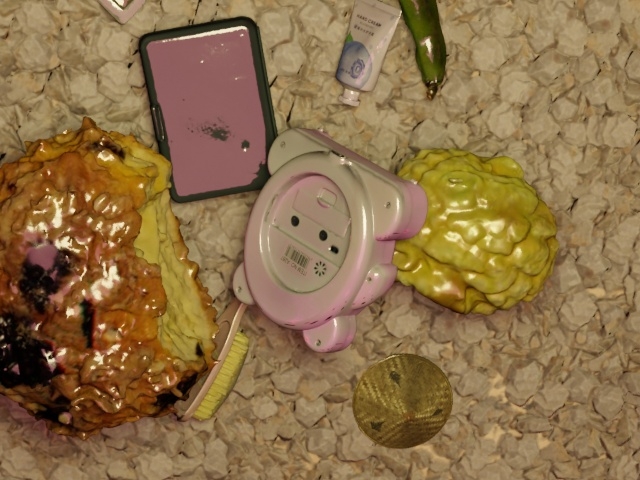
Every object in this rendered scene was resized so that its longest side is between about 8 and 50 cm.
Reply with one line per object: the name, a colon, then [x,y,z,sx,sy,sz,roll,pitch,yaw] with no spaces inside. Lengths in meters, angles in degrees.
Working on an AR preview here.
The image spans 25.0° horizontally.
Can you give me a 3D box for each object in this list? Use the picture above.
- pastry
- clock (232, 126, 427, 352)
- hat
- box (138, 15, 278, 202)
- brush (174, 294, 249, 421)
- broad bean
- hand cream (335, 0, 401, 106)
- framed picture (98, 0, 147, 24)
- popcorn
pastry: [-0.324,0.064,1.822,0.337,0.292,0.405,-11,116,9]
clock: [0.000,0.000,1.838,0.227,0.090,0.248,32,107,32]
hat: [0.120,0.237,2.023,0.146,0.067,0.146,-1,105,-5]
box: [-0.142,-0.171,1.895,0.160,0.050,0.230,-10,106,-3]
brush: [-0.110,0.116,1.978,0.067,0.072,0.313,23,99,-34]
broad bean: [0.122,-0.307,1.876,0.065,0.046,0.255,-36,118,-29]
hand cream: [0.056,-0.246,1.888,0.053,0.084,0.142,-3,116,-45]
framed picture: [-0.233,-0.444,1.830,0.273,0.016,0.216,-43,104,6]
popcorn: [0.178,-0.004,1.892,0.251,0.206,0.237,-24,133,3]
